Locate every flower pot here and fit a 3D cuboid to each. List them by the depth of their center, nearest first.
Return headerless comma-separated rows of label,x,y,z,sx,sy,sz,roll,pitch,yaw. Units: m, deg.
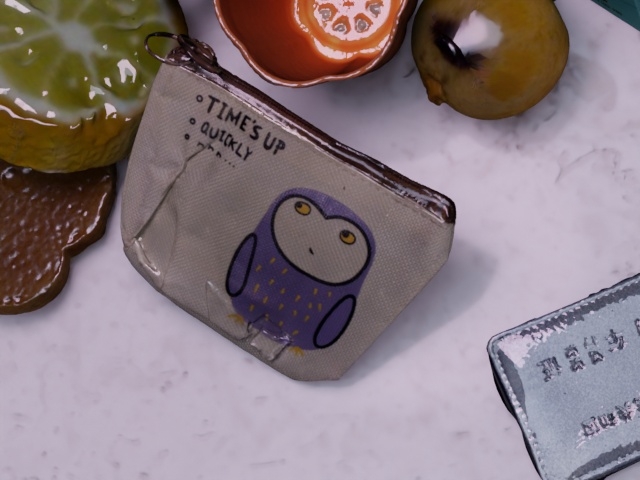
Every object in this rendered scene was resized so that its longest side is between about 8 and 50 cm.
flower pot,0.014,-0.234,1.840,0.190,0.173,0.190,1,92,16

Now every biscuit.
biscuit,-0.302,-0.065,1.961,0.208,0.041,0.290,6,75,14

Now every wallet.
wallet,0.276,0.124,1.783,0.222,0.036,0.167,-24,74,8
wallet,-0.053,-0.019,1.810,0.335,0.068,0.275,32,125,7

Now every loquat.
loquat,0.160,-0.190,1.825,0.163,0.137,0.163,-9,61,17

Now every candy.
candy,-0.255,-0.185,1.890,0.260,0.118,0.260,6,55,-9

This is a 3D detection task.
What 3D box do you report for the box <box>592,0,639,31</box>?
box,0.232,-0.277,1.776,0.162,0.229,0.041,36,89,17
